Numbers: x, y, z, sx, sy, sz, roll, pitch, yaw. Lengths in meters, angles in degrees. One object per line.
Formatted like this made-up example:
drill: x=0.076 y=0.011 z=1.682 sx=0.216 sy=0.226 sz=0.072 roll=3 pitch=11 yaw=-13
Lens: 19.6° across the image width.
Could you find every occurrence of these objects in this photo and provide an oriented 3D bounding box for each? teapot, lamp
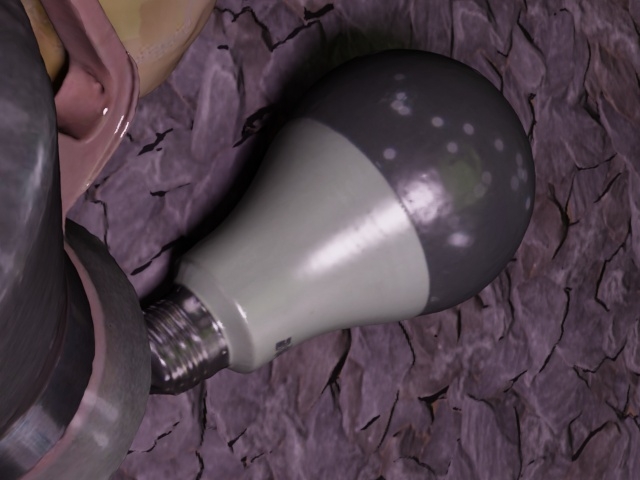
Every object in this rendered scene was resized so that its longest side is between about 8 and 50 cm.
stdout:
teapot: x=-0.197 y=-0.008 z=0.823 sx=0.300 sy=0.253 sz=0.344 roll=-57 pitch=163 yaw=-13
lamp: x=0.005 y=0.005 z=1.243 sx=0.314 sy=0.182 sz=0.182 roll=-41 pitch=126 yaw=-9

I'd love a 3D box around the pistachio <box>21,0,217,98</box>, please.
pistachio: x=-0.123 y=-0.180 z=1.054 sx=0.197 sy=0.166 sz=0.288 roll=85 pitch=24 yaw=-55
